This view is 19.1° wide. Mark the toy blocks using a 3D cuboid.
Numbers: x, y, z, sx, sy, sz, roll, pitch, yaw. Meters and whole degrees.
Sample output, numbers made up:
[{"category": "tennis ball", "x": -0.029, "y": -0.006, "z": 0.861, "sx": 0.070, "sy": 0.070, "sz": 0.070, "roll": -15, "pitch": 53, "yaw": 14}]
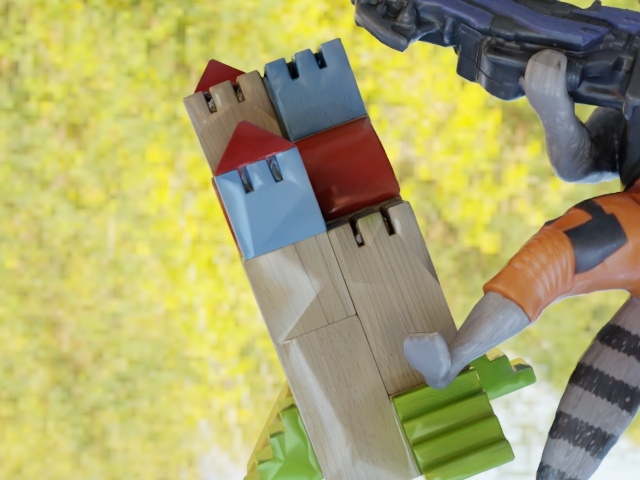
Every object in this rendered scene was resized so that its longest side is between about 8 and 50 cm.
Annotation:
[{"category": "toy blocks", "x": 0.000, "y": 0.000, "z": 1.154, "sx": 0.191, "sy": 0.261, "sz": 0.381, "roll": -21, "pitch": -176, "yaw": -2}]

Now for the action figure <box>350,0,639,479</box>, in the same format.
[{"category": "action figure", "x": 0.156, "y": -0.026, "z": 1.068, "sx": 0.341, "sy": 0.330, "sz": 0.178, "roll": 20, "pitch": 146, "yaw": 15}]
